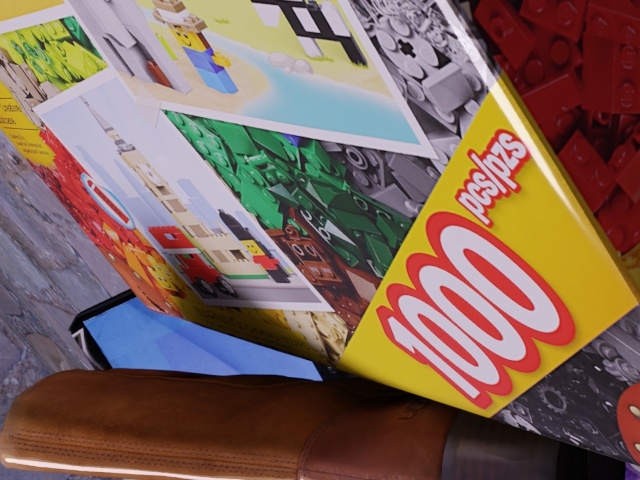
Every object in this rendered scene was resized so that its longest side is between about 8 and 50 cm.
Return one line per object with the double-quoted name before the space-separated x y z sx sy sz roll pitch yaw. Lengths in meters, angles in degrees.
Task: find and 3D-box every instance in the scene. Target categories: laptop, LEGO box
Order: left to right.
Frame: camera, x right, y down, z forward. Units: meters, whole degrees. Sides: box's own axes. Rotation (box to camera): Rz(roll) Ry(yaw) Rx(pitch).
"LEGO box" -0.020 -0.131 0.587 0.372 0.193 0.500 53 159 -22
"laptop" -0.001 0.120 0.877 0.264 0.136 0.234 11 136 52

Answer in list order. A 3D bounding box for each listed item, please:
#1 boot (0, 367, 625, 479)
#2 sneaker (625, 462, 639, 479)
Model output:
"boot" 0.014 0.102 0.714 0.280 0.264 0.096 1 98 23
"sneaker" 0.222 0.204 0.944 0.068 0.071 0.170 37 158 23
